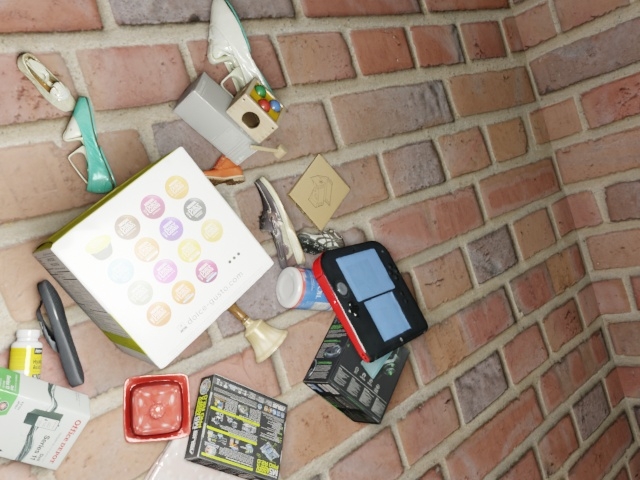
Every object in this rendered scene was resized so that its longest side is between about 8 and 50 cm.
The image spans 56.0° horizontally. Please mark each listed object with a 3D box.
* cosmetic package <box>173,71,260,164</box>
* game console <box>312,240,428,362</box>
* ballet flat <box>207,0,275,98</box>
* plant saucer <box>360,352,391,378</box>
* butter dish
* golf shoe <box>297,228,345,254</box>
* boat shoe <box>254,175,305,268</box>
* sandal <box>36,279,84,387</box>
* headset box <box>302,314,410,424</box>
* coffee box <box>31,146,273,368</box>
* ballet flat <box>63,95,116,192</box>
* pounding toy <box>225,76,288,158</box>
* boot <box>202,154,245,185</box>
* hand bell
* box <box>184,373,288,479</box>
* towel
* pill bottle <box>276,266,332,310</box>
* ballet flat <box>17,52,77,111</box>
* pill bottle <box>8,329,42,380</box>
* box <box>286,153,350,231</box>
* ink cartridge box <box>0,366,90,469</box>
[{"bbox_3d":[-0.280,-0.339,1.683,0.238,0.107,0.127,42,32,-29],"label":"cosmetic package"},{"bbox_3d":[0.161,0.168,1.824,0.387,0.060,0.341,-12,66,-54],"label":"game console"},{"bbox_3d":[-0.251,-0.508,1.757,0.139,0.139,0.400,-35,104,-37],"label":"ballet flat"},{"bbox_3d":[0.187,0.330,1.836,0.192,0.018,0.067,-46,109,-35],"label":"plant saucer"},{"bbox_3d":[-0.392,0.404,1.443,0.160,0.118,0.160,-1,80,-15],"label":"butter dish"},{"bbox_3d":[0.000,0.000,1.891,0.198,0.077,0.093,24,56,-40],"label":"golf shoe"},{"bbox_3d":[-0.136,-0.049,1.770,0.092,0.103,0.285,-26,99,-6],"label":"boat shoe"},{"bbox_3d":[-0.599,0.213,1.357,0.055,0.097,0.254,-17,92,-13],"label":"sandal"},{"bbox_3d":[0.121,0.381,1.869,0.246,0.131,0.283,43,58,-24],"label":"headset box"},{"bbox_3d":[-0.388,0.039,1.364,0.337,0.338,0.334,-44,109,-25],"label":"coffee box"},{"bbox_3d":[-0.576,-0.232,1.465,0.087,0.083,0.247,-18,91,-25],"label":"ballet flat"},{"bbox_3d":[-0.149,-0.324,1.662,0.206,0.094,0.181,43,31,-21],"label":"pounding toy"},{"bbox_3d":[-0.290,-0.199,1.703,0.158,0.059,0.084,-10,85,-48],"label":"boot"},{"bbox_3d":[-0.218,0.213,1.670,0.242,0.126,0.126,46,56,-7],"label":"hand bell"},{"bbox_3d":[-0.212,0.499,1.582,0.270,0.060,0.216,33,48,-35],"label":"box"},{"bbox_3d":[-0.311,0.670,1.509,0.332,0.053,0.316,46,53,-23],"label":"towel"},{"bbox_3d":[-0.012,0.149,1.812,0.222,0.124,0.124,9,76,-38],"label":"pill bottle"},{"bbox_3d":[-0.654,-0.377,1.444,0.168,0.052,0.057,44,57,-24],"label":"ballet flat"},{"bbox_3d":[-0.647,0.255,1.321,0.065,0.065,0.116,7,77,-38],"label":"pill bottle"},{"bbox_3d":[-0.005,-0.155,1.942,0.164,0.021,0.201,48,57,-21],"label":"box"},{"bbox_3d":[-0.617,0.378,1.269,0.208,0.087,0.153,30,96,-31],"label":"ink cartridge box"}]
